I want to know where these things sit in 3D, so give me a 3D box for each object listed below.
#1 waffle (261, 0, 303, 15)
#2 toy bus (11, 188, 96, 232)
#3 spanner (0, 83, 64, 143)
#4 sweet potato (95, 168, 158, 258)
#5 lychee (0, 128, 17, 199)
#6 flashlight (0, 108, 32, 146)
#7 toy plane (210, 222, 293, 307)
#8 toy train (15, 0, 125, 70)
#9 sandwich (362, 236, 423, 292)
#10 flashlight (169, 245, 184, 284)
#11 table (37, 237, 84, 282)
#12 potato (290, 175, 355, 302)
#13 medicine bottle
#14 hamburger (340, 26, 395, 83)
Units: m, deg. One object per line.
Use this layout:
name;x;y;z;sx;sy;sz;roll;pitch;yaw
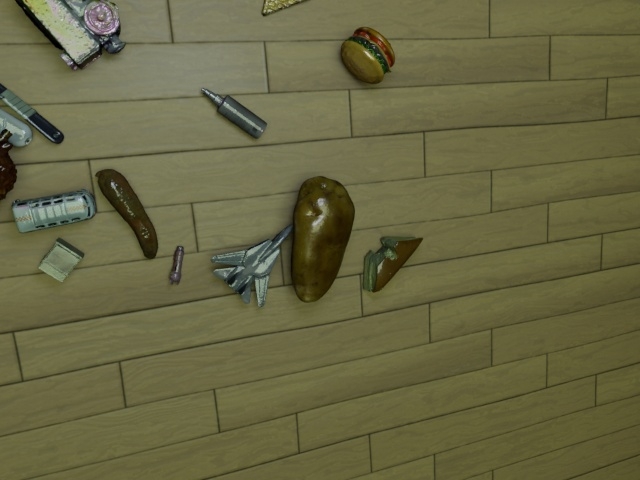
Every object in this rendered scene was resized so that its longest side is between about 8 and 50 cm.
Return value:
waffle;-0.084;-0.662;1.506;0.152;0.023;0.098;6;99;-21
toy bus;-0.674;-0.074;1.365;0.193;0.089;0.087;-13;104;-18
spanner;-0.764;-0.346;1.301;0.316;0.024;0.087;44;42;-25
sweet potato;-0.502;-0.072;1.440;0.075;0.075;0.274;-32;113;-12
lychee;-0.808;-0.173;1.248;0.238;0.200;0.200;-39;110;4
flashlight;-0.797;-0.302;1.303;0.200;0.047;0.093;39;84;-21
toy plane;-0.173;0.043;1.572;0.212;0.088;0.267;46;75;-22
toy train;-0.595;-0.547;1.285;0.177;0.134;0.261;-41;110;-8
sandwich;0.214;0.054;1.702;0.244;0.090;0.088;-46;113;-7
flashlight;-0.406;0.070;1.517;0.031;0.052;0.111;9;90;15
table;-0.675;0.051;1.400;0.079;0.062;0.083;38;86;-22
potato;0.000;0.000;1.572;0.176;0.195;0.370;9;99;1
medicine bottle;-0.242;-0.358;1.485;0.199;0.057;0.058;32;88;-21
hamburger;0.136;-0.527;1.540;0.162;0.162;0.115;43;84;-21
